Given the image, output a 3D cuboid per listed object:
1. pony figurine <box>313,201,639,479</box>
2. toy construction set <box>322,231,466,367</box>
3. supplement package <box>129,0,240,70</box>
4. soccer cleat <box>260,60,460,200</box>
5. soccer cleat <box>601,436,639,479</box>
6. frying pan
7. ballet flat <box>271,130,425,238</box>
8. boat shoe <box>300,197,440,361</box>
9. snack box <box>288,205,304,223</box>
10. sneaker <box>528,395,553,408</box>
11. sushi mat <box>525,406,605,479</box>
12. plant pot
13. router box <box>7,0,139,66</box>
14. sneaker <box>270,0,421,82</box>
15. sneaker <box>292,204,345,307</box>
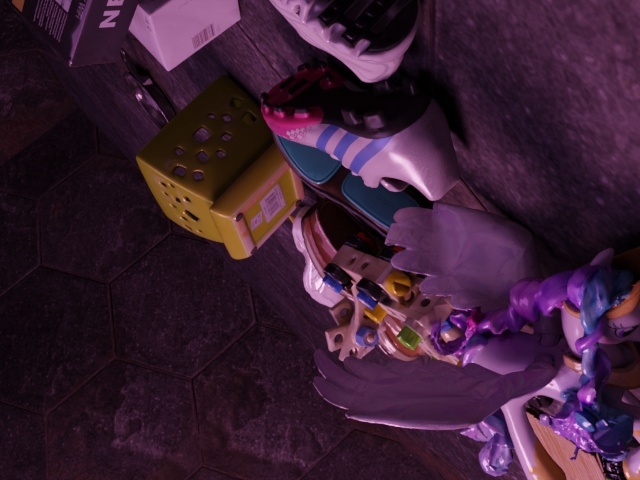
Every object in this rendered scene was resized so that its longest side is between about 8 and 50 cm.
[{"bbox_3d":[0.214,0.125,0.836,0.351,0.303,0.363,2,138,28],"label":"pony figurine"},{"bbox_3d":[0.116,0.102,1.127,0.215,0.151,0.327,42,156,-27],"label":"toy construction set"},{"bbox_3d":[-0.242,-0.382,1.072,0.244,0.139,0.134,47,167,14],"label":"supplement package"},{"bbox_3d":[0.036,-0.124,0.936,0.331,0.116,0.143,29,156,57],"label":"soccer cleat"},{"bbox_3d":[0.397,0.292,1.025,0.179,0.072,0.060,54,166,-19],"label":"soccer cleat"},{"bbox_3d":[-0.444,-0.389,1.929,0.197,0.053,0.326,39,162,38],"label":"frying pan"},{"bbox_3d":[0.035,-0.089,1.108,0.280,0.095,0.096,45,179,16],"label":"ballet flat"},{"bbox_3d":[0.103,0.058,1.291,0.120,0.122,0.324,-22,114,45],"label":"boat shoe"},{"bbox_3d":[0.000,0.000,1.591,0.100,0.037,0.141,30,158,57],"label":"snack box"},{"bbox_3d":[0.312,0.202,1.114,0.089,0.051,0.170,52,172,-11],"label":"sneaker"},{"bbox_3d":[0.442,0.406,1.326,0.151,0.019,0.316,34,160,52],"label":"sushi mat"},{"bbox_3d":[-0.158,-0.115,1.400,0.207,0.227,0.228,37,163,21],"label":"plant pot"},{"bbox_3d":[-0.298,-0.406,0.932,0.243,0.081,0.309,46,127,16],"label":"router box"},{"bbox_3d":[-0.025,-0.266,0.781,0.292,0.110,0.118,47,176,11],"label":"sneaker"},{"bbox_3d":[0.026,0.045,1.480,0.115,0.090,0.232,12,136,37],"label":"sneaker"}]
